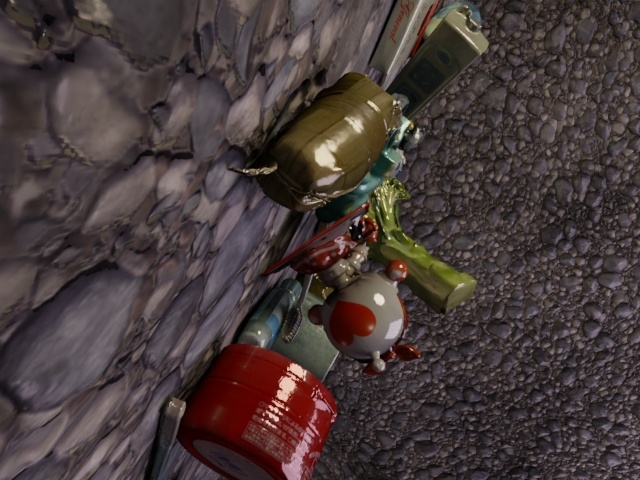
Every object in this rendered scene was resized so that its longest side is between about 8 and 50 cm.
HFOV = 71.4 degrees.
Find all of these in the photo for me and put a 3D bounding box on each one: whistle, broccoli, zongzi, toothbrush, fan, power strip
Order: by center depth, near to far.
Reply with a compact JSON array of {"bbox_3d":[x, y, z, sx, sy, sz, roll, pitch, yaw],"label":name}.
[{"bbox_3d":[-0.019,-0.048,0.417,0.189,0.081,0.178,-51,179,-39],"label":"zongzi"},{"bbox_3d":[-0.196,0.267,0.557,0.057,0.023,0.282,-54,172,-52],"label":"fan"},{"bbox_3d":[0.169,-0.275,0.778,0.048,0.080,0.286,-50,-174,-32],"label":"power strip"},{"bbox_3d":[0.000,0.000,0.790,0.037,0.028,0.375,71,36,-65],"label":"toothbrush"},{"bbox_3d":[-0.073,0.244,0.876,0.405,0.168,0.188,-51,167,-45],"label":"whistle"},{"bbox_3d":[0.158,-0.002,0.951,0.221,0.361,0.252,-14,113,-41],"label":"broccoli"}]

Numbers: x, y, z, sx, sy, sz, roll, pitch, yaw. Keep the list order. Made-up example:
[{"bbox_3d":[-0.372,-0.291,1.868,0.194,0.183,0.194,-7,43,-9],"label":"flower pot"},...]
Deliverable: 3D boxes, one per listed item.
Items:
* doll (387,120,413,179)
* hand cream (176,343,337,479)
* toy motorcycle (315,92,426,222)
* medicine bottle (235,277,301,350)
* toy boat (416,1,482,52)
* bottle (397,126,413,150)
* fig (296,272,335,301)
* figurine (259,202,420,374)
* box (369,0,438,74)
[{"bbox_3d":[0.154,-0.197,1.126,0.237,0.111,0.252,-46,176,-42],"label":"doll"},{"bbox_3d":[-0.084,0.242,0.593,0.125,0.193,0.193,-59,174,-41],"label":"hand cream"},{"bbox_3d":[0.056,-0.118,0.688,0.198,0.109,0.296,-52,176,-7],"label":"toy motorcycle"},{"bbox_3d":[-0.085,0.132,0.771,0.208,0.053,0.090,-54,167,-61],"label":"medicine bottle"},{"bbox_3d":[0.310,-0.520,1.174,0.330,0.123,0.215,-44,157,-39],"label":"toy boat"},{"bbox_3d":[0.122,-0.206,0.823,0.045,0.096,0.045,-60,175,-9],"label":"bottle"},{"bbox_3d":[-0.006,0.090,1.124,0.149,0.149,0.245,-58,149,-38],"label":"fig"},{"bbox_3d":[0.056,0.090,0.662,0.183,0.226,0.160,-34,176,4],"label":"figurine"},{"bbox_3d":[0.140,-0.336,0.667,0.139,0.035,0.245,-65,174,33],"label":"box"}]
